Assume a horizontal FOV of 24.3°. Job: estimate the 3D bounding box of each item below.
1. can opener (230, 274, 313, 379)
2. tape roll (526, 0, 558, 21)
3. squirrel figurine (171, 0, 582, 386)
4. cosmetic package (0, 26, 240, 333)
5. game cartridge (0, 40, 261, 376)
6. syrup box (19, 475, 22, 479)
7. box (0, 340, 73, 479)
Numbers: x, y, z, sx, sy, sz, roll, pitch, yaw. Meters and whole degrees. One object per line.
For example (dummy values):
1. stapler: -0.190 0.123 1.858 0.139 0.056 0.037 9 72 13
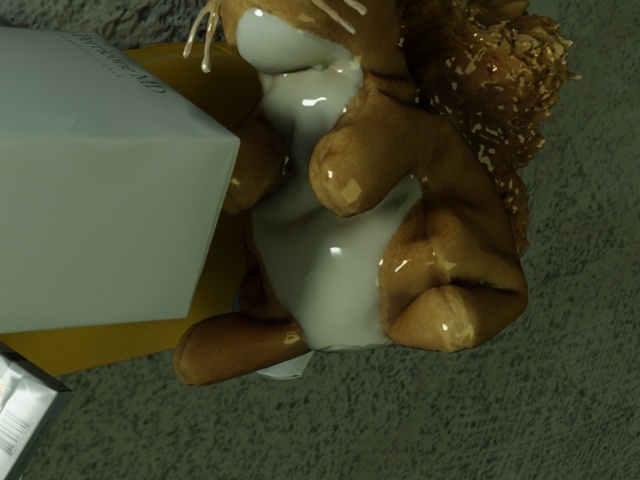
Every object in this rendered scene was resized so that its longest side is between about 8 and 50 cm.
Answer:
1. can opener: 0.000 0.000 1.403 0.283 0.076 0.095 -62 154 -19
2. tape roll: 0.134 -0.205 1.465 0.219 0.072 0.219 -22 128 -31
3. squirrel figurine: 0.042 -0.110 1.267 0.397 0.281 0.370 -22 100 -52
4. cosmetic package: -0.274 -0.046 0.992 0.385 0.217 0.156 -6 121 -43
5. game cartridge: -0.180 -0.027 1.291 0.324 0.053 0.285 -11 118 -41
6. syrup box: -0.331 0.241 1.284 0.096 0.093 0.236 2 112 -43
7. box: -0.311 0.130 1.174 0.145 0.186 0.038 -59 169 2
